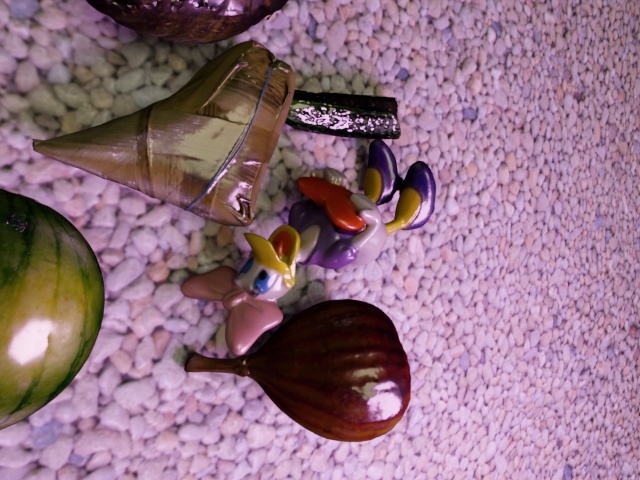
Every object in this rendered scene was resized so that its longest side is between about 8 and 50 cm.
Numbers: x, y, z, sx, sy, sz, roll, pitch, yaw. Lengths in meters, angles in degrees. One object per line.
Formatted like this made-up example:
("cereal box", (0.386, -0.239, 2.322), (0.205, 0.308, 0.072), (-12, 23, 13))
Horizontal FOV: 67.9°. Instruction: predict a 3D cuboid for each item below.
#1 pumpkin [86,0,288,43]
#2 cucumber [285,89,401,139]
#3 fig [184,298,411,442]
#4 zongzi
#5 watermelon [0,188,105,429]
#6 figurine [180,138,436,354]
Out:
("pumpkin", (-0.162, -0.395, 0.563), (0.321, 0.192, 0.319), (-2, 94, -29))
("cucumber", (0.036, -0.203, 0.771), (0.242, 0.074, 0.074), (-5, 96, -30))
("fig", (-0.037, 0.197, 0.707), (0.321, 0.217, 0.216), (0, 94, -12))
("zongzi", (-0.181, -0.172, 0.612), (0.275, 0.125, 0.250), (21, 84, -25))
("watermelon", (-0.340, 0.066, 0.462), (0.243, 0.242, 0.242), (-3, 95, -32))
("figurine", (0.004, -0.005, 0.728), (0.421, 0.154, 0.193), (-26, 144, -36))
